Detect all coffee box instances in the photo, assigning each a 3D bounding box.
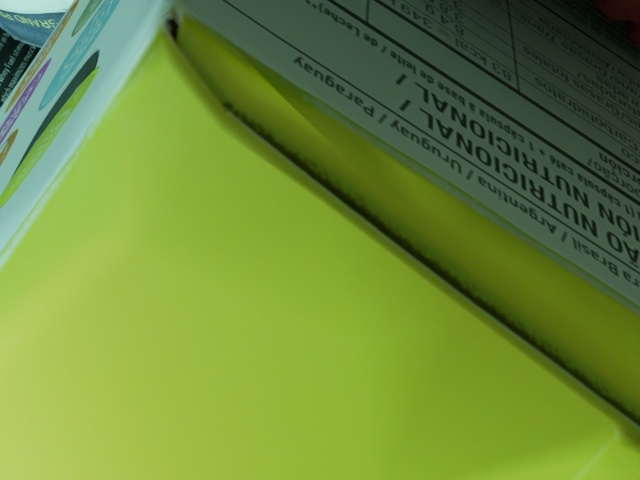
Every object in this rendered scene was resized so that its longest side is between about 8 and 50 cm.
[{"bbox_3d":[0.017,0.076,0.588,0.338,0.337,0.334,32,-155,-14],"label":"coffee box"}]

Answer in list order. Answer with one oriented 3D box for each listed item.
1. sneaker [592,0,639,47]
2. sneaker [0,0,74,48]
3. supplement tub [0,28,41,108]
[{"bbox_3d":[0.068,-0.144,0.460,0.276,0.097,0.135,30,167,-17],"label":"sneaker"},{"bbox_3d":[-0.159,-0.165,0.749,0.350,0.131,0.148,31,162,-12],"label":"sneaker"},{"bbox_3d":[-0.131,-0.060,0.919,0.338,0.207,0.207,28,166,1],"label":"supplement tub"}]
